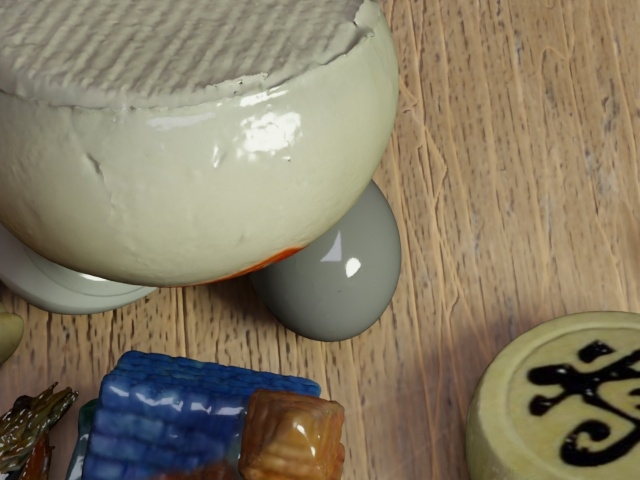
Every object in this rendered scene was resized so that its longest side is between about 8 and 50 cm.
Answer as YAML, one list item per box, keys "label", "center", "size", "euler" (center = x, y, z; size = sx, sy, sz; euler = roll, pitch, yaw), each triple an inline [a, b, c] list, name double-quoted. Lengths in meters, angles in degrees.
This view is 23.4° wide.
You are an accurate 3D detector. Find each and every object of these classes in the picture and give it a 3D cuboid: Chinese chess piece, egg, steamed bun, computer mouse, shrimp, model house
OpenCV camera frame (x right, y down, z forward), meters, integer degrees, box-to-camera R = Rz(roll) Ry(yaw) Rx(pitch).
- label: "Chinese chess piece"
  center: [0.255, 0.176, 1.356]
  size: [0.257, 0.104, 0.257]
  euler: [-5, 41, 4]
- label: "egg"
  center: [0.000, 0.000, 1.435]
  size: [0.146, 0.146, 0.199]
  euler: [-6, 57, -8]
- label: "steamed bun"
  center: [-0.120, -0.096, 1.287]
  size: [0.374, 0.241, 0.374]
  euler: [0, 30, 0]
- label: "computer mouse"
  center: [-0.257, -0.047, 1.444]
  size: [0.184, 0.121, 0.297]
  euler: [-21, 64, -38]
- label: "shrimp"
  center: [-0.294, 0.235, 1.338]
  size: [0.145, 0.061, 0.267]
  euler: [26, 64, 26]
- label: "model house"
  center: [-0.103, 0.230, 1.229]
  size: [0.252, 0.329, 0.295]
  euler: [15, 64, -2]

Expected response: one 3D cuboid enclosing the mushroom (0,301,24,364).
- label: "mushroom"
  center: [-0.370, 0.015, 1.425]
  size: [0.247, 0.096, 0.108]
  euler: [46, 46, 11]
